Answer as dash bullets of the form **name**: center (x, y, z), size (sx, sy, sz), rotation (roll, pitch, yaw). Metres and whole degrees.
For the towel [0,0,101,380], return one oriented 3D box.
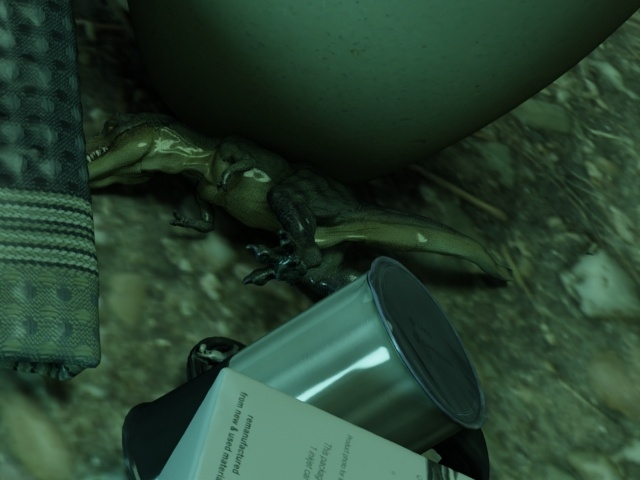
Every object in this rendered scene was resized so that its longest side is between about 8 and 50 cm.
- **towel**: center (-0.263, -0.082, 0.819), size (0.324, 0.056, 0.312), rotation (6, 60, -28)

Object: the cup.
- **cup**: center (0.020, -0.171, 1.007), size (0.331, 0.237, 0.331), rotation (19, 35, -14)

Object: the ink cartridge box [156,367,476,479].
- **ink cartridge box**: center (0.019, 0.161, 0.697), size (0.203, 0.148, 0.086), rotation (26, 35, -8)

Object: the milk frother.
- **milk frother**: center (-0.002, 0.063, 0.808), size (0.129, 0.135, 0.143), rotation (40, 25, -45)

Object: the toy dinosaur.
- **toy dinosaur**: center (0.000, 0.000, 0.951), size (0.268, 0.064, 0.118), rotation (20, 31, -19)
